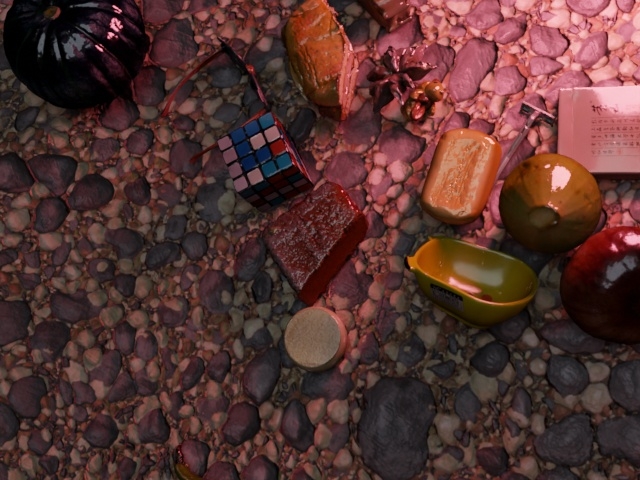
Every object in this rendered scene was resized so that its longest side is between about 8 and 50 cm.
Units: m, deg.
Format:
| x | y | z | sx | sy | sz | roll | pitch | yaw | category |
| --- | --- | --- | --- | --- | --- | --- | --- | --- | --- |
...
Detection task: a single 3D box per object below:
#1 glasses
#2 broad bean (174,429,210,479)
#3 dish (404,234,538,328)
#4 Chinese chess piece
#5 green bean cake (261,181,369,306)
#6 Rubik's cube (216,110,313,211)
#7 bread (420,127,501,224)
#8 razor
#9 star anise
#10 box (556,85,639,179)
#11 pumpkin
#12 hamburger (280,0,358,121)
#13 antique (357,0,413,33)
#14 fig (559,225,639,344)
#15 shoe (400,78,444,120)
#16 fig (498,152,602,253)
| x | y | z | sx | sy | sz | roll | pitch | yaw | category |
| --- | --- | --- | --- | --- | --- | --- | --- | --- | --- |
| -0.269 | -0.342 | 1.843 | 0.268 | 0.118 | 0.234 | -36 | 71 | 3 | glasses |
| -0.208 | 0.544 | 1.620 | 0.318 | 0.056 | 0.098 | 33 | 86 | 23 | broad bean |
| 0.306 | 0.100 | 1.549 | 0.262 | 0.221 | 0.108 | 22 | 122 | 22 | dish |
| -0.011 | 0.219 | 1.652 | 0.144 | 0.058 | 0.144 | -4 | 75 | 16 | Chinese chess piece |
| 0.000 | 0.000 | 1.686 | 0.232 | 0.097 | 0.198 | -40 | 68 | 2 | green bean cake |
| -0.127 | -0.180 | 1.740 | 0.151 | 0.155 | 0.154 | -26 | 70 | 10 | Rubik's cube |
| 0.309 | -0.136 | 1.636 | 0.147 | 0.098 | 0.217 | 20 | 84 | 24 | bread |
| 0.430 | -0.206 | 1.656 | 0.084 | 0.036 | 0.211 | 33 | 85 | 23 | razor |
| 0.179 | -0.384 | 1.733 | 0.195 | 0.065 | 0.182 | -8 | 59 | 34 | star anise |
| 0.692 | -0.229 | 1.581 | 0.365 | 0.051 | 0.205 | 2 | 76 | 16 | box |
| -0.622 | -0.517 | 1.911 | 0.363 | 0.266 | 0.364 | -5 | 70 | 13 | pumpkin |
| 0.001 | -0.437 | 1.774 | 0.245 | 0.155 | 0.282 | 19 | 85 | 23 | hamburger |
| 0.129 | -0.636 | 1.807 | 0.150 | 0.125 | 0.284 | -31 | 69 | 7 | antique |
| 0.585 | 0.084 | 1.445 | 0.235 | 0.214 | 0.235 | 5 | 105 | 20 | fig |
| 0.239 | -0.319 | 1.723 | 0.109 | 0.072 | 0.069 | -29 | 31 | 2 | shoe |
| 0.463 | -0.079 | 1.508 | 0.207 | 0.230 | 0.207 | -5 | 73 | 16 | fig |
